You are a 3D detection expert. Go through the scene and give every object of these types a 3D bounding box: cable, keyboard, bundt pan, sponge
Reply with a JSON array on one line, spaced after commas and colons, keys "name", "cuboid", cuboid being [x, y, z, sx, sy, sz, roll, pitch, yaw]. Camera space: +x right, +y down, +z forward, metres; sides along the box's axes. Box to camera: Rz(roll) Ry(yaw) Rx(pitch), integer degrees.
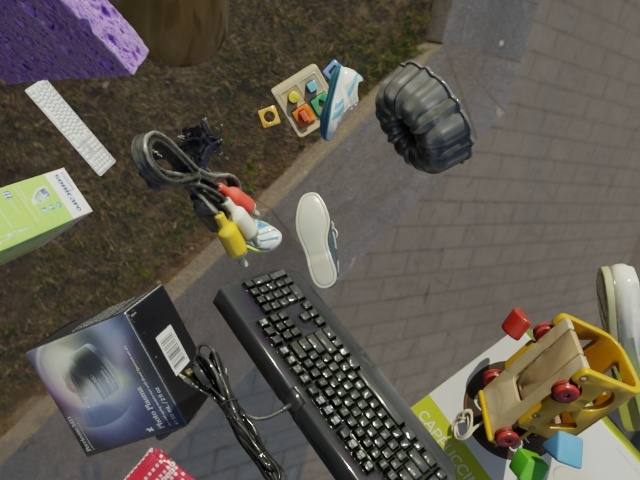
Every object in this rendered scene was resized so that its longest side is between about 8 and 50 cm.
[{"name": "cable", "cuboid": [-0.159, -0.081, 0.791, 0.287, 0.072, 0.139, 62, 30, -56]}, {"name": "keyboard", "cuboid": [-0.616, -0.279, 1.350, 0.256, 0.014, 0.072, 55, 32, -27]}, {"name": "bundt pan", "cuboid": [0.269, -0.321, 1.513, 0.124, 0.331, 0.330, -36, 130, -8]}, {"name": "keyboard", "cuboid": [-0.016, 0.164, 0.578, 0.202, 0.317, 0.033, -22, 149, -36]}, {"name": "sponge", "cuboid": [-0.243, -0.177, 0.429, 0.117, 0.210, 0.031, 47, 60, -47]}]

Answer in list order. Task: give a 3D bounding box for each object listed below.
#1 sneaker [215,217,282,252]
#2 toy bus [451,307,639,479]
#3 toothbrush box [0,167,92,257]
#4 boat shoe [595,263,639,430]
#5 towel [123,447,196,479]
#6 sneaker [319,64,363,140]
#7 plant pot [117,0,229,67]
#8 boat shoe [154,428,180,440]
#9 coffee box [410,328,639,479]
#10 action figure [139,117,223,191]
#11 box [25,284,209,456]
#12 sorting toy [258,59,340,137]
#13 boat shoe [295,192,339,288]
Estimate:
[{"name": "sneaker", "cuboid": [-0.225, -0.037, 1.462, 0.091, 0.240, 0.126, -69, 154, -15]}, {"name": "toy bus", "cuboid": [0.275, 0.188, 0.649, 0.105, 0.202, 0.190, 24, 81, -12]}, {"name": "toothbrush box", "cuboid": [-0.666, -0.025, 1.136, 0.122, 0.206, 0.283, 60, 31, -7]}, {"name": "boat shoe", "cuboid": [0.470, 0.153, 0.783, 0.302, 0.104, 0.113, 64, 29, -28]}, {"name": "towel", "cuboid": [-0.117, 0.357, 0.513, 0.275, 0.031, 0.198, 39, 83, 2]}, {"name": "sneaker", "cuboid": [0.062, -0.412, 1.662, 0.092, 0.087, 0.228, 12, 101, -25]}, {"name": "plant pot", "cuboid": [-0.283, -0.504, 1.064, 0.237, 0.254, 0.236, 2, 83, -16]}, {"name": "boat shoe", "cuboid": [-0.427, 0.540, 1.622, 0.152, 0.049, 0.056, -44, 140, -25]}, {"name": "coffee box", "cuboid": [0.320, 0.370, 0.892, 0.334, 0.337, 0.338, -41, 158, 12]}, {"name": "action figure", "cuboid": [-0.353, -0.230, 1.482, 0.141, 0.276, 0.163, 29, 50, -59]}, {"name": "box", "cuboid": [-0.459, 0.307, 1.273, 0.294, 0.182, 0.296, -22, 101, 18]}, {"name": "sorting toy", "cuboid": [-0.046, -0.478, 1.862, 0.348, 0.047, 0.195, -33, 103, -3]}, {"name": "boat shoe", "cuboid": [0.000, 0.000, 1.438, 0.095, 0.079, 0.254, -17, 86, 11]}]
